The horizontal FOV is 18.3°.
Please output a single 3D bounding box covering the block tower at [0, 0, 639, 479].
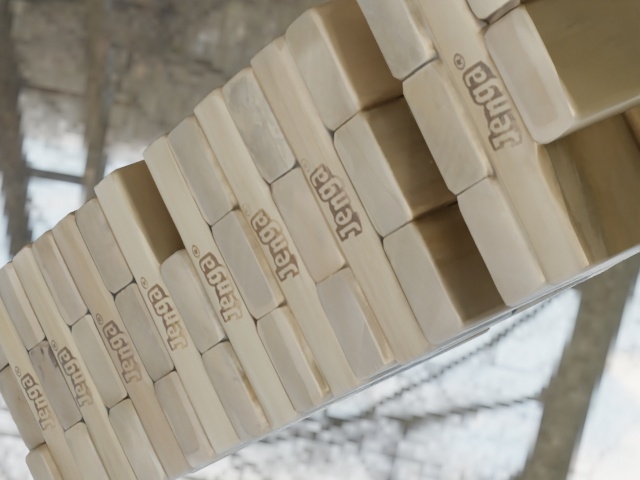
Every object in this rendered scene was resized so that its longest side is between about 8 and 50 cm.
[{"bbox_3d":[0.000,0.000,0.576,0.097,0.091,0.335,-21,173,-33],"label":"block tower"}]
